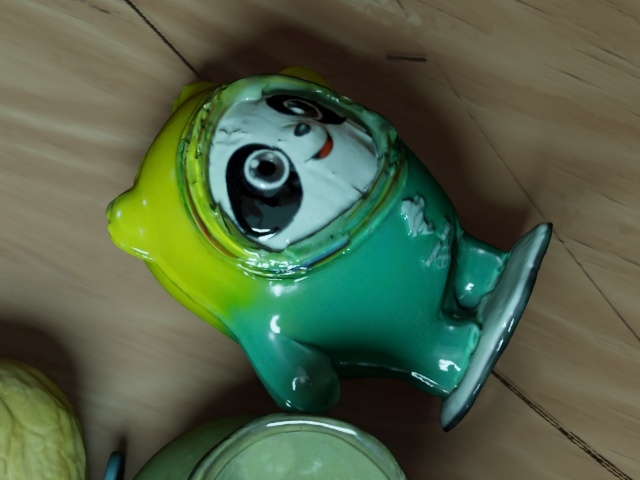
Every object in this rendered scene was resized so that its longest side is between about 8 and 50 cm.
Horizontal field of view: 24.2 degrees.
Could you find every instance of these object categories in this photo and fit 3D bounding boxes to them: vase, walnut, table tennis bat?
[{"bbox_3d":[-0.008,0.284,1.114,0.240,0.302,0.329,-32,92,-20],"label":"vase"},{"bbox_3d":[-0.265,0.200,1.165,0.193,0.193,0.226,-12,67,-13],"label":"walnut"},{"bbox_3d":[-0.178,0.248,1.221,0.019,0.100,0.155,8,63,-3],"label":"table tennis bat"}]

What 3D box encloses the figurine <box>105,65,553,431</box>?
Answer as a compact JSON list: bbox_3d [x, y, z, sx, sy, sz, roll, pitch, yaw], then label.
[{"bbox_3d":[0.000,0.000,1.250,0.340,0.231,0.324,28,52,1],"label":"figurine"}]
